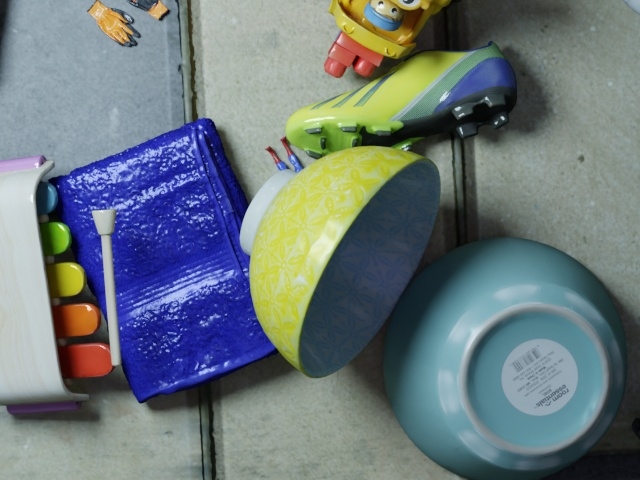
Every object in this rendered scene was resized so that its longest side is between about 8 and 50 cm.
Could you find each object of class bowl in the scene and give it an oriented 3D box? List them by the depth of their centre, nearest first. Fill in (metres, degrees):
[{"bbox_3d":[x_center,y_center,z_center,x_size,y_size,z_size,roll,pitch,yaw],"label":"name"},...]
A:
[{"bbox_3d":[0.000,0.000,1.706,0.156,0.289,0.289,30,90,21],"label":"bowl"},{"bbox_3d":[0.237,0.155,1.741,0.312,0.163,0.311,0,93,-4],"label":"bowl"}]

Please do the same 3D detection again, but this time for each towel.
[{"bbox_3d":[-0.178,0.025,1.780,0.228,0.076,0.308,-23,91,-2],"label":"towel"}]

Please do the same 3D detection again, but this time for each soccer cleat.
[{"bbox_3d":[0.097,-0.174,1.792,0.289,0.093,0.121,-12,61,3],"label":"soccer cleat"}]

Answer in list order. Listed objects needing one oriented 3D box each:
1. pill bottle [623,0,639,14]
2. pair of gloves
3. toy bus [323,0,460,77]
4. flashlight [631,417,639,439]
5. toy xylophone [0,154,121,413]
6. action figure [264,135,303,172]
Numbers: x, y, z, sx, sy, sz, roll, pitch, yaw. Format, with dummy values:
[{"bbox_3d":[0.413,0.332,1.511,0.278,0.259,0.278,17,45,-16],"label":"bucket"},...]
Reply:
[{"bbox_3d":[0.394,-0.373,1.746,0.283,0.160,0.160,43,90,-2],"label":"pill bottle"},{"bbox_3d":[-0.239,-0.287,1.806,0.074,0.010,0.083,45,89,-2],"label":"pair of gloves"},{"bbox_3d":[0.076,-0.281,1.716,0.149,0.220,0.211,30,96,-7],"label":"toy bus"},{"bbox_3d":[0.519,0.313,1.790,0.103,0.103,0.304,-41,91,-2],"label":"flashlight"},{"bbox_3d":[-0.336,0.060,1.741,0.236,0.081,0.322,3,98,15],"label":"toy xylophone"},{"bbox_3d":[-0.026,-0.073,1.807,0.038,0.030,0.115,-33,94,-6],"label":"action figure"}]
